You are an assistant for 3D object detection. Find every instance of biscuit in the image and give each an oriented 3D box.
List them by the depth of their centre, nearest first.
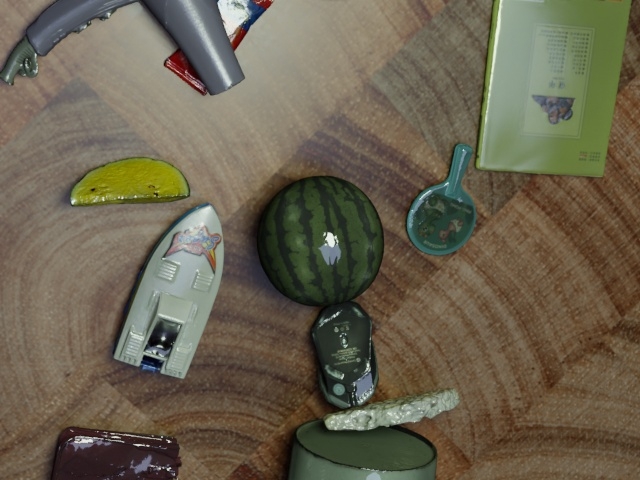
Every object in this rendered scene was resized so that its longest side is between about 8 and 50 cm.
[{"bbox_3d":[0.128,0.289,1.696,0.265,0.188,0.040,-8,85,-22],"label":"biscuit"}]

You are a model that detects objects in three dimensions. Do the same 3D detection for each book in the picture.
[{"bbox_3d":[0.395,-0.289,1.701,0.239,0.035,0.352,3,103,-12],"label":"book"}]

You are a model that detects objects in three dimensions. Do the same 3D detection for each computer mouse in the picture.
[{"bbox_3d":[0.043,0.191,1.698,0.106,0.062,0.192,-8,74,7],"label":"computer mouse"}]

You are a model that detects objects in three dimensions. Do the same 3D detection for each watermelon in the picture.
[{"bbox_3d":[-0.295,-0.094,1.559,0.181,0.092,0.075,-4,90,-4],"label":"watermelon"},{"bbox_3d":[0.000,0.000,1.587,0.212,0.212,0.212,-3,104,-12],"label":"watermelon"}]

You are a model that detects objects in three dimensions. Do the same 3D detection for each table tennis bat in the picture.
[{"bbox_3d":[0.218,-0.070,1.714,0.124,0.033,0.201,12,105,-17],"label":"table tennis bat"}]

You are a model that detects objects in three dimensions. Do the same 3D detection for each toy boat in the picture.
[{"bbox_3d":[-0.232,0.076,1.611,0.129,0.088,0.295,20,98,-17],"label":"toy boat"}]

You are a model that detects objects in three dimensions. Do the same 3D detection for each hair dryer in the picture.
[{"bbox_3d":[-0.317,-0.312,1.503,0.361,0.121,0.301,-25,105,5],"label":"hair dryer"}]

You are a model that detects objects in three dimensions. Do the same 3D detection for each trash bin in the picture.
[{"bbox_3d":[0.051,0.546,1.698,0.280,0.280,0.432,5,99,-14],"label":"trash bin"}]

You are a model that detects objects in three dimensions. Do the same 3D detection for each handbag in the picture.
[{"bbox_3d":[-0.348,0.418,1.676,0.216,0.074,0.203,8,101,-17],"label":"handbag"}]

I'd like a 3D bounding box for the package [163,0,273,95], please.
[{"bbox_3d":[-0.157,-0.332,1.567,0.083,0.022,0.200,36,95,-18],"label":"package"}]
